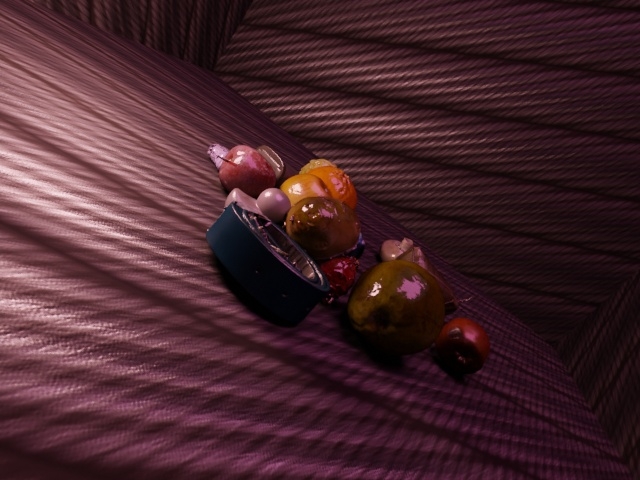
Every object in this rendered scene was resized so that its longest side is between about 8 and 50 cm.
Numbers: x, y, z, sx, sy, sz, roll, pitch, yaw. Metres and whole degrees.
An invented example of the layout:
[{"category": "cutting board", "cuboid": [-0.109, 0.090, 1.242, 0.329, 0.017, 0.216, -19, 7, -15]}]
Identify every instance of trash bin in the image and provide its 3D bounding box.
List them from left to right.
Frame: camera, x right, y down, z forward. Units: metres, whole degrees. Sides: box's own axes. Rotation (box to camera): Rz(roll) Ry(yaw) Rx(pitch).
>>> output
[{"category": "trash bin", "cuboid": [-0.218, -0.300, 2.077, 0.220, 0.219, 0.250, 50, 15, 26]}]

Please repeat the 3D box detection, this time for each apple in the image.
[{"category": "apple", "cuboid": [-0.060, -0.170, 1.953, 0.286, 0.233, 0.286, 58, 10, -16]}, {"category": "apple", "cuboid": [0.605, 0.451, 1.804, 0.229, 0.230, 0.230, 34, 18, -13]}]

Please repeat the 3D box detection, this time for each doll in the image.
[{"category": "doll", "cuboid": [-0.227, -0.119, 1.609, 0.251, 0.221, 0.221, 34, 18, -8]}]

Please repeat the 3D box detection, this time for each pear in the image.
[{"category": "pear", "cuboid": [0.281, 0.234, 1.550, 0.352, 0.352, 0.413, 42, 28, 13]}]

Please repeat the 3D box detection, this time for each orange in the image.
[{"category": "orange", "cuboid": [0.039, -0.233, 2.249, 0.340, 0.293, 0.341, 35, 24, -19]}]

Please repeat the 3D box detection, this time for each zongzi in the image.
[{"category": "zongzi", "cuboid": [0.529, 0.340, 2.105, 0.500, 0.218, 0.467, 45, 41, -19]}]

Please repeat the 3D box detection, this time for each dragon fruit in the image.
[{"category": "dragon fruit", "cuboid": [0.044, 0.133, 1.568, 0.172, 0.172, 0.209, 40, 59, 7]}]

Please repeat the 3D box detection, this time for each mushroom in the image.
[{"category": "mushroom", "cuboid": [0.460, 0.080, 2.462, 0.246, 0.203, 0.246, 24, 20, -9]}]

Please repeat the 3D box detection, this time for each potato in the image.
[{"category": "potato", "cuboid": [0.018, -0.075, 1.551, 0.299, 0.196, 0.246, -29, 45, -30]}]

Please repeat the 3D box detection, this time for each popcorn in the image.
[{"category": "popcorn", "cuboid": [-0.017, -0.348, 2.525, 0.292, 0.293, 0.237, 30, 49, -22]}]

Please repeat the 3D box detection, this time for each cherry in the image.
[{"category": "cherry", "cuboid": [-0.332, -0.297, 1.843, 0.285, 0.212, 0.236, 25, 55, -33]}]

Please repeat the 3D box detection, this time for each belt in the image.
[{"category": "belt", "cuboid": [-0.167, 0.060, 1.351, 0.436, 0.173, 0.300, 48, 11, 19]}]

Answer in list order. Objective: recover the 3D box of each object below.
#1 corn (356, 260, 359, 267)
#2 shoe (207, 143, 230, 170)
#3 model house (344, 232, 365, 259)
[{"category": "corn", "cuboid": [0.089, 0.052, 2.004, 0.081, 0.081, 0.248, 14, 30, -52]}, {"category": "shoe", "cuboid": [-0.472, -0.392, 2.010, 0.137, 0.095, 0.245, 29, 16, -16]}, {"category": "model house", "cuboid": [0.000, 0.000, 1.766, 0.303, 0.216, 0.237, 13, 30, -33]}]
